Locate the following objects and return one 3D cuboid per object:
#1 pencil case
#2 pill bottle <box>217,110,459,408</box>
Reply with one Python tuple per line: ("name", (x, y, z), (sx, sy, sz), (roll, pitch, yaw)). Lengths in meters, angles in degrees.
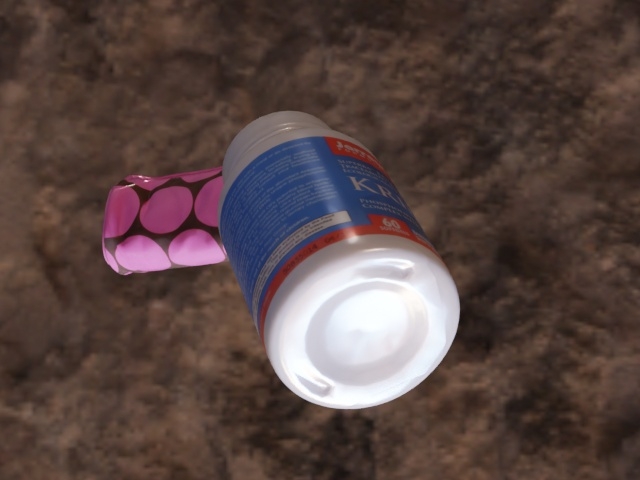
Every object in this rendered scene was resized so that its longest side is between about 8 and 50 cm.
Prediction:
("pencil case", (-0.096, -0.028, 1.262), (0.209, 0.095, 0.098), (-8, -89, 16))
("pill bottle", (0.000, 0.000, 0.928), (0.221, 0.124, 0.124), (-118, -137, -55))
